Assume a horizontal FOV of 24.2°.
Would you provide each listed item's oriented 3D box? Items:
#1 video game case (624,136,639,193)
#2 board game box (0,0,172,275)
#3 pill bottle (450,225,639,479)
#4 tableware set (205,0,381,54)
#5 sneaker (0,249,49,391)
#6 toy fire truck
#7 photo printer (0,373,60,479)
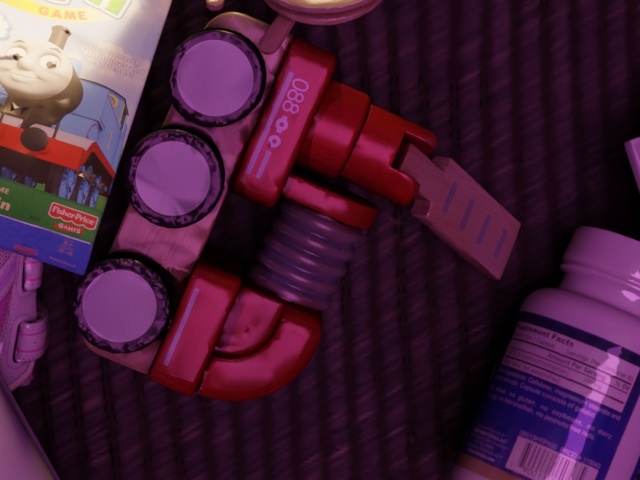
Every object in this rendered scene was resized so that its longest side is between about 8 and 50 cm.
[{"bbox_3d":[0.246,-0.016,0.939,0.087,0.011,0.122,-17,89,-20],"label":"video game case"},{"bbox_3d":[-0.178,-0.099,0.832,0.160,0.039,0.211,18,55,-9],"label":"board game box"},{"bbox_3d":[0.168,0.092,0.965,0.112,0.112,0.186,26,84,-14],"label":"pill bottle"},{"bbox_3d":[0.001,-0.190,0.863,0.128,0.194,0.039,-3,142,0],"label":"tableware set"},{"bbox_3d":[-0.207,0.031,0.901,0.111,0.103,0.252,31,103,-16],"label":"sneaker"},{"bbox_3d":[0.000,0.000,0.917,0.246,0.158,0.217,23,96,-4],"label":"toy fire truck"},{"bbox_3d":[-0.276,0.158,0.839,0.256,0.107,0.307,-15,127,8],"label":"photo printer"}]
